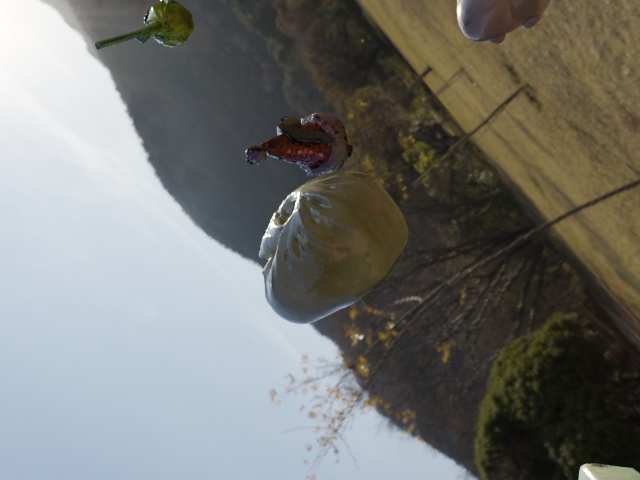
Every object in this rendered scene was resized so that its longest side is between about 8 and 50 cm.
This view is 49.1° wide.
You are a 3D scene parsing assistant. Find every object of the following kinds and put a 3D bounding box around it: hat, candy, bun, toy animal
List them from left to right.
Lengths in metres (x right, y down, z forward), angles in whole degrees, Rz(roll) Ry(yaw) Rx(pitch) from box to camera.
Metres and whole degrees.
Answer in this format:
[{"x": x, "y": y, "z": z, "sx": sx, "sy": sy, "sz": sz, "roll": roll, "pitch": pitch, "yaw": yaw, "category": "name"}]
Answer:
[{"x": -0.211, "y": -0.248, "z": 0.829, "sx": 0.194, "sy": 0.062, "sz": 0.058, "roll": -54, "pitch": -34, "yaw": -60, "category": "candy"}, {"x": -0.053, "y": -0.180, "z": 1.306, "sx": 0.227, "sy": 0.129, "sz": 0.140, "roll": -13, "pitch": -121, "yaw": -43, "category": "hat"}, {"x": 0.000, "y": 0.000, "z": 0.824, "sx": 0.128, "sy": 0.193, "sz": 0.178, "roll": 47, "pitch": -166, "yaw": -21, "category": "bun"}, {"x": 0.291, "y": -0.475, "z": 1.244, "sx": 0.229, "sy": 0.210, "sz": 0.221, "roll": 45, "pitch": -157, "yaw": -43, "category": "toy animal"}]

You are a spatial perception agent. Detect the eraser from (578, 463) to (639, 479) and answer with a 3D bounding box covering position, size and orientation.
[{"x": 0.238, "y": 0.303, "z": 0.558, "sx": 0.095, "sy": 0.052, "sz": 0.225, "roll": -103, "pitch": 15, "yaw": -84, "category": "eraser"}]
